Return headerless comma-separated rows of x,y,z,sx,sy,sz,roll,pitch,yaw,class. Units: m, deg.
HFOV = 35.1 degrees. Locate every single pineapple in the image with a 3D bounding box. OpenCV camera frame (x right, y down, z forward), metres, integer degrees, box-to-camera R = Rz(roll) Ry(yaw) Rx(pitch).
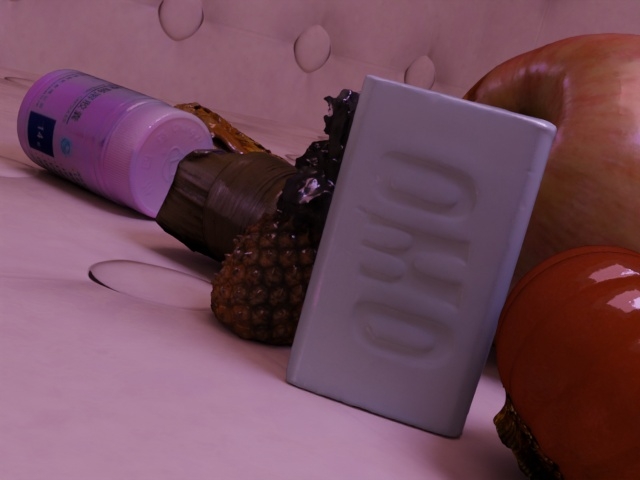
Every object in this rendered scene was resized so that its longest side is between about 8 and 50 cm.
-0.014,-0.026,0.954,0.125,0.251,0.125,24,13,-6,pineapple

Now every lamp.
0.226,0.108,0.748,0.223,0.196,0.223,49,13,-15,lamp

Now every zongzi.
0.000,0.000,1.191,0.286,0.138,0.300,28,7,34,zongzi

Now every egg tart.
-0.125,-0.099,1.539,0.297,0.132,0.297,30,9,-5,egg tart

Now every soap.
0.082,0.010,0.848,0.160,0.265,0.087,18,10,11,soap

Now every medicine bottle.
-0.282,-0.135,1.386,0.254,0.152,0.152,22,13,37,medicine bottle

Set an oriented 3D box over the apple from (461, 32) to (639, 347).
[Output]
0.317,-0.027,1.104,0.347,0.391,0.391,26,6,-24,apple
